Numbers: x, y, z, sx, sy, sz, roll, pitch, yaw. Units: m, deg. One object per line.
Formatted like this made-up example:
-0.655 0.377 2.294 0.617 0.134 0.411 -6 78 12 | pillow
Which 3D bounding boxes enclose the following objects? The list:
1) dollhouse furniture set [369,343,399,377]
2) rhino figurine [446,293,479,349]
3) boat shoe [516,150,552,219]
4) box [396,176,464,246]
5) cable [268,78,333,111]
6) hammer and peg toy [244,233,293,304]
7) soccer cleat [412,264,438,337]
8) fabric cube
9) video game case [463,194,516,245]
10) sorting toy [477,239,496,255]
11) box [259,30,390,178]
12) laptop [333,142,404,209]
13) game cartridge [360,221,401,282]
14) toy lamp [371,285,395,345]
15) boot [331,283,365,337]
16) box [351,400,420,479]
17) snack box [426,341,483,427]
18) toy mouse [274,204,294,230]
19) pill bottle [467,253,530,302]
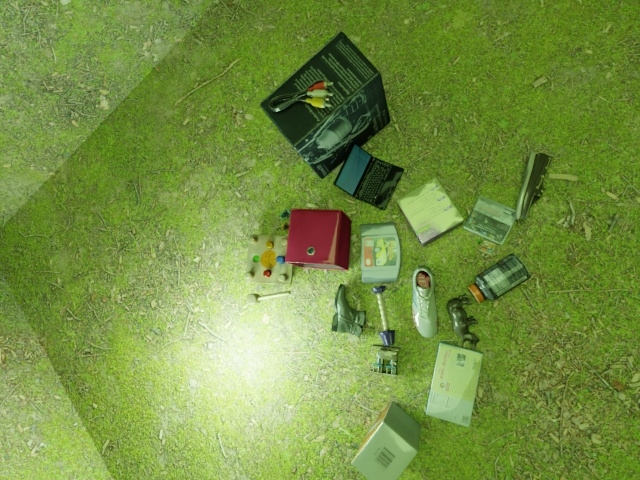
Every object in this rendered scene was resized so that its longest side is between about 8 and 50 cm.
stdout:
0.282 0.550 1.815 0.128 0.183 0.130 3 83 16 | dollhouse furniture set
0.644 0.368 1.801 0.106 0.073 0.244 -17 78 8 | rhino figurine
0.947 -0.240 1.784 0.096 0.116 0.325 15 77 17 | boat shoe
0.513 -0.131 1.889 0.213 0.117 0.243 -31 74 9 | box
-0.079 -0.602 1.647 0.286 0.072 0.140 3 79 15 | cable
-0.255 0.151 2.057 0.265 0.127 0.362 1 82 14 | hammer and peg toy
0.468 0.278 1.826 0.115 0.143 0.332 -6 80 15 | soccer cleat
0.000 0.000 1.938 0.253 0.259 0.259 4 82 17 | fabric cube
0.788 -0.094 1.857 0.190 0.022 0.173 27 89 17 | video game case
0.758 0.028 1.851 0.083 0.012 0.062 23 89 17 | sorting toy
0.046 -0.604 1.900 0.471 0.480 0.298 -38 75 7 | box
0.241 -0.315 1.982 0.264 0.136 0.235 26 90 18 | laptop
0.295 0.058 1.957 0.195 0.060 0.295 -4 81 11 | game cartridge
0.299 0.356 1.898 0.080 0.080 0.275 -12 76 13 | toy lamp
0.146 0.338 1.950 0.161 0.083 0.247 7 89 9 | boot
0.286 0.849 1.684 0.168 0.345 0.215 37 92 18 | box
0.592 0.633 1.781 0.186 0.060 0.322 12 85 16 | snack box
-0.153 -0.120 2.117 0.160 0.031 0.143 9 85 18 | toy mouse
0.775 0.175 1.763 0.245 0.130 0.131 -34 74 8 | pill bottle
